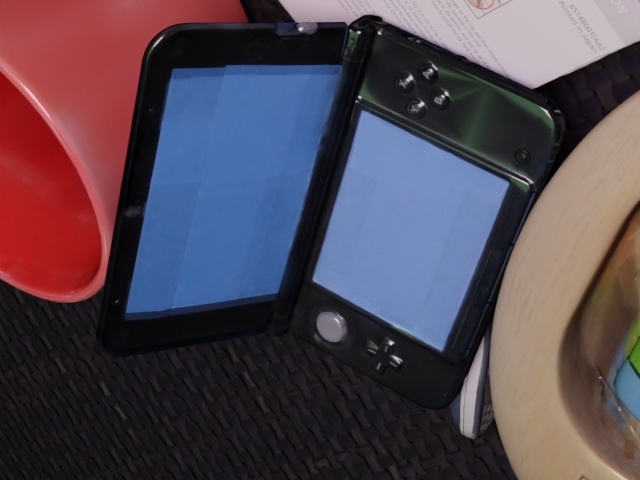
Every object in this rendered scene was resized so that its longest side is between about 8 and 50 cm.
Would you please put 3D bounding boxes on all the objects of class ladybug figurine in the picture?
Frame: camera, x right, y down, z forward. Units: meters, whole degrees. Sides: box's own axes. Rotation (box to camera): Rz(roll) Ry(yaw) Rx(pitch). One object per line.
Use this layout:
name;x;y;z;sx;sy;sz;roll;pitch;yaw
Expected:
ladybug figurine;0.288;0.051;0.807;0.305;0.162;0.449;33;126;14

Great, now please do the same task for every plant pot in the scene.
plant pot;-0.200;-0.127;0.955;0.275;0.243;0.275;24;139;24

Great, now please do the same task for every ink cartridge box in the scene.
ink cartridge box;0.065;-0.225;0.813;0.296;0.066;0.261;51;141;-14

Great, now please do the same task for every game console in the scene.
game console;0.000;0.000;0.846;0.250;0.173;0.293;28;126;17

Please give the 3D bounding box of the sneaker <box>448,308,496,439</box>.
sneaker;0.085;0.054;0.987;0.163;0.086;0.226;13;121;29
